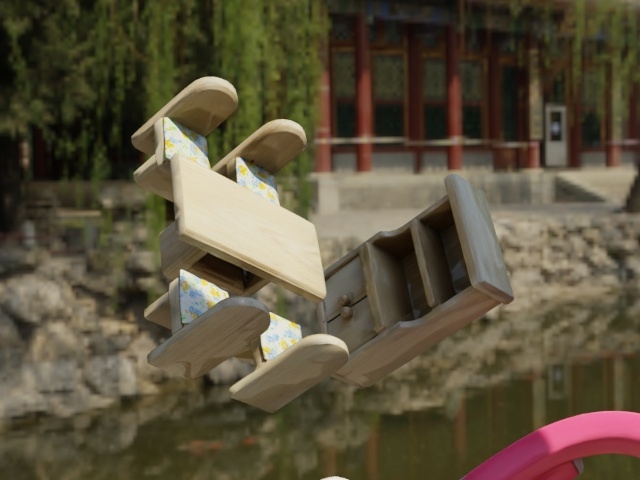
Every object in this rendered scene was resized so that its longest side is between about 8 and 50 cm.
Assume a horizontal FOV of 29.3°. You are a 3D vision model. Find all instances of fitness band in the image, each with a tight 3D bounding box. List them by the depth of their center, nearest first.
[{"bbox_3d":[0.164,0.244,0.868,0.291,0.054,0.209,-36,40,-3],"label":"fitness band"}]

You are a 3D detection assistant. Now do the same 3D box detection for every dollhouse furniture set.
[{"bbox_3d":[0.000,0.000,0.913,0.161,0.212,0.242,-36,-45,30],"label":"dollhouse furniture set"}]

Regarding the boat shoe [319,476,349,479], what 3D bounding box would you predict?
[{"bbox_3d":[-0.012,0.377,1.181,0.158,0.127,0.340,12,43,36],"label":"boat shoe"}]
